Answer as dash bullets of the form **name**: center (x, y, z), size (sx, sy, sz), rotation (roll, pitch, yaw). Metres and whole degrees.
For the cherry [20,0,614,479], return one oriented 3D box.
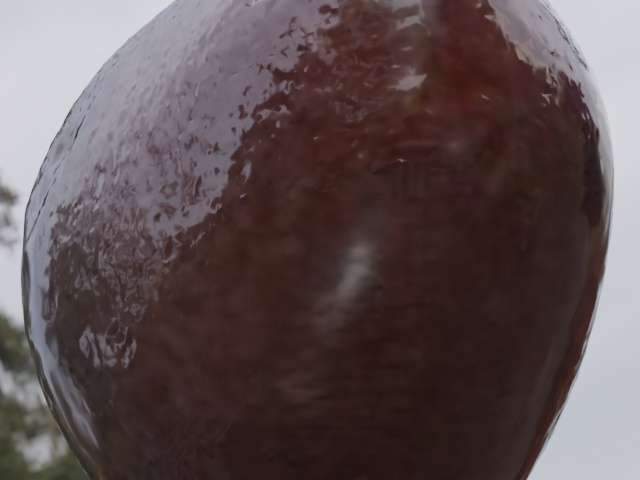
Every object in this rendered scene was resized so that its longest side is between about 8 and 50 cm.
- **cherry**: center (0.000, 0.000, 0.760), size (0.221, 0.261, 0.307), rotation (8, -54, -26)
